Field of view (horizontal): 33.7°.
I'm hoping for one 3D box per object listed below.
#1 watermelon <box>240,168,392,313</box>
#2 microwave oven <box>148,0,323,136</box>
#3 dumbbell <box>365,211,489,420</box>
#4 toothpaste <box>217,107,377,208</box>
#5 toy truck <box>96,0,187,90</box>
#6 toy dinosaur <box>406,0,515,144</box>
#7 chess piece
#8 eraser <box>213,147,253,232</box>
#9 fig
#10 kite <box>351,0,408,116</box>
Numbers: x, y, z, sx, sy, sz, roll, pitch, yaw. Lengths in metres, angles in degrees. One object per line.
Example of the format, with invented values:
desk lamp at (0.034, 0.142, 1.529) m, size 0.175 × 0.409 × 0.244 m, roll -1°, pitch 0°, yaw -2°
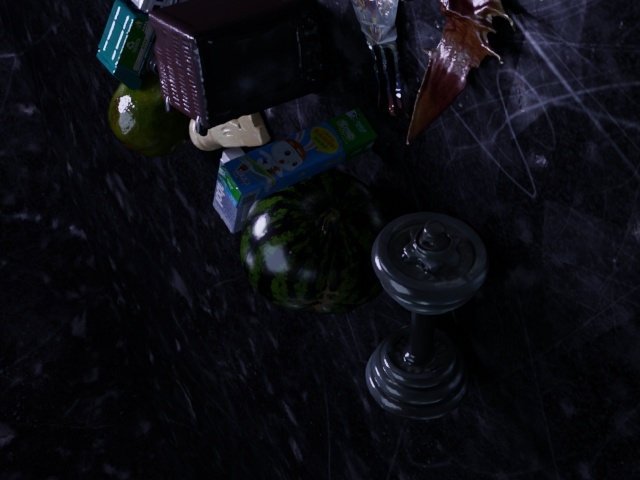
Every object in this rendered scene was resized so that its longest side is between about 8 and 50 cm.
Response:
watermelon at (-0.001, 0.002, 1.783) m, size 0.269 × 0.269 × 0.269 m, roll 45°, pitch 149°, yaw 36°
microwave oven at (-0.135, -0.310, 1.764) m, size 0.188 × 0.247 × 0.178 m, roll 36°, pitch 141°, yaw 44°
dumbbell at (0.163, 0.126, 1.666) m, size 0.179 × 0.179 × 0.406 m, roll 45°, pitch 149°, yaw 36°
toothpaste at (-0.036, -0.135, 1.700) m, size 0.065 × 0.266 × 0.050 m, roll 57°, pitch 154°, yaw 16°
toy truck at (-0.365, -0.435, 2.167) m, size 0.114 × 0.124 × 0.253 m, roll 46°, pitch 124°, yaw 32°
toy dinosaur at (0.159, -0.295, 1.348) m, size 0.206 × 0.113 × 0.327 m, roll 59°, pitch 154°, yaw 12°
chess piece at (-0.177, -0.229, 2.140) m, size 0.200 × 0.090 × 0.090 m, roll 3°, pitch 117°, yaw 51°
eraser at (-0.184, -0.109, 2.290) m, size 0.092 × 0.046 × 0.212 m, roll 55°, pitch 154°, yaw 20°
fig at (-0.349, -0.298, 2.285) m, size 0.245 × 0.195 × 0.195 m, roll -46°, pitch 71°, yaw 42°
kite at (0.090, -0.302, 1.595) m, size 0.141 × 0.015 × 0.245 m, roll 29°, pitch 137°, yaw 56°
